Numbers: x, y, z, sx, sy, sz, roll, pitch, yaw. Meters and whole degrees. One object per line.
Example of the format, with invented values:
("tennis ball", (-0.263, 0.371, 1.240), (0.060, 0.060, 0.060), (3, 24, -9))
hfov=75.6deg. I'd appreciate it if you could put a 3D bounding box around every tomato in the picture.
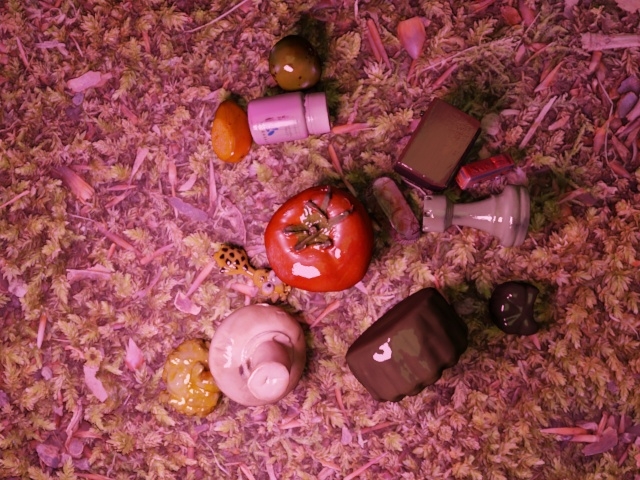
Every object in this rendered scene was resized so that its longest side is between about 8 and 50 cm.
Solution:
("tomato", (0.000, 0.000, 1.285), (0.340, 0.273, 0.342), (-3, 77, 11))

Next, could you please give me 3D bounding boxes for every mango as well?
("mango", (-0.299, -0.369, 1.395), (0.141, 0.102, 0.218), (-12, 86, 29))

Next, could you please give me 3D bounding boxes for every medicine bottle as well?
("medicine bottle", (-0.098, -0.402, 1.347), (0.254, 0.152, 0.152), (-5, 90, 5))

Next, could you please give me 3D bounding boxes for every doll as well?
("doll", (-0.231, 0.108, 1.394), (0.291, 0.086, 0.117), (31, 63, 4))

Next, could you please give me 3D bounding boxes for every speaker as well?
("speaker", (0.360, -0.291, 1.299), (0.192, 0.153, 0.231), (30, 93, 4))

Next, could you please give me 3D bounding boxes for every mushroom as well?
("mushroom", (-0.196, 0.375, 1.275), (0.314, 0.356, 0.316), (4, 123, 6))

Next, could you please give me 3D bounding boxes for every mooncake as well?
("mooncake", (0.253, 0.310, 1.213), (0.356, 0.356, 0.194), (-40, 84, 4))
("mooncake", (0.625, 0.216, 1.302), (0.168, 0.104, 0.175), (-31, 90, -1))

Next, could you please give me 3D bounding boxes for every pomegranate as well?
("pomegranate", (-0.101, -0.559, 1.350), (0.209, 0.179, 0.180), (-22, 88, 36))

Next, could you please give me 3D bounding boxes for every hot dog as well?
("hot dog", (0.242, -0.097, 1.357), (0.131, 0.069, 0.253), (-32, 90, -4))

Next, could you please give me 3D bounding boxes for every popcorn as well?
("popcorn", (-0.415, 0.455, 1.363), (0.254, 0.195, 0.256), (-22, 69, 0))

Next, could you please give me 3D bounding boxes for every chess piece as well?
("chess piece", (0.472, -0.081, 1.283), (0.298, 0.194, 0.195), (3, 90, 14))

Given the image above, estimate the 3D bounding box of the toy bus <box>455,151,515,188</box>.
("toy bus", (0.518, -0.220, 1.296), (0.192, 0.077, 0.065), (-20, 70, -15))
